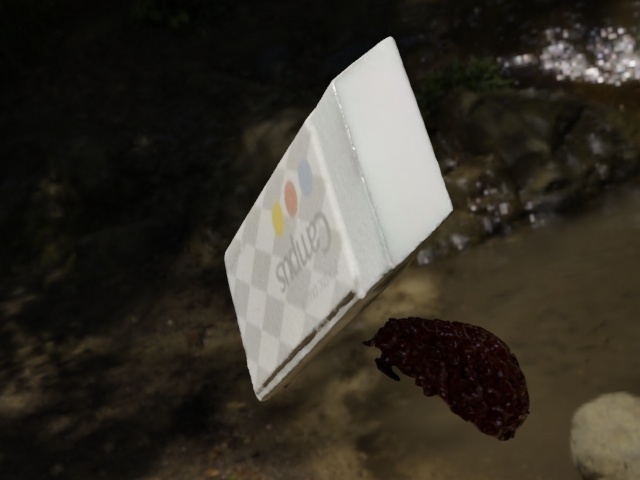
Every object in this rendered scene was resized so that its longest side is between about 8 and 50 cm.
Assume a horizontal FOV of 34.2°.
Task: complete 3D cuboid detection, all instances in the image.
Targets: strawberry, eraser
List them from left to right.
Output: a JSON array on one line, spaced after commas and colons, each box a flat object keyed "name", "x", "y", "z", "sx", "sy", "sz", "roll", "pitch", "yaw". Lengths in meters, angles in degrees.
[{"name": "eraser", "x": -0.001, "y": 0.000, "z": 1.008, "sx": 0.082, "sy": 0.213, "sz": 0.397, "roll": -9, "pitch": -19, "yaw": -22}, {"name": "strawberry", "x": 0.139, "y": 0.125, "z": 1.036, "sx": 0.082, "sy": 0.188, "sz": 0.121, "roll": -53, "pitch": 27, "yaw": 10}]
